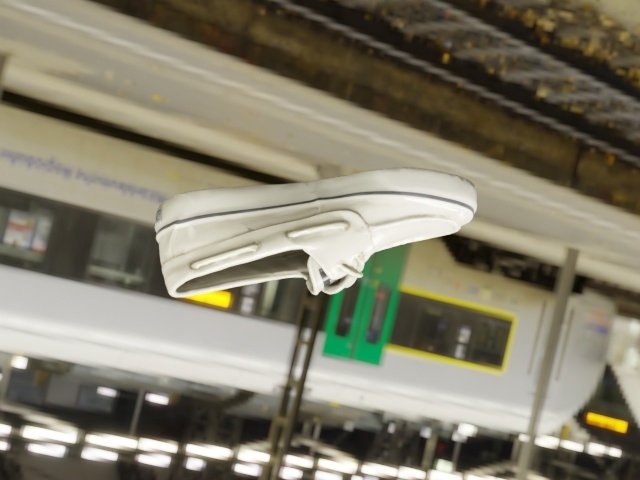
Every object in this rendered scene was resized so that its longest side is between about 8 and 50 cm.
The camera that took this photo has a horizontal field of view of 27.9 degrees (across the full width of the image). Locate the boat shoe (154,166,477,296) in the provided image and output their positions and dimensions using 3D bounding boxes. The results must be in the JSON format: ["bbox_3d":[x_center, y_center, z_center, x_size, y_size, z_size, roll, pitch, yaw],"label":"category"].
[{"bbox_3d":[0.000,0.000,1.060,0.267,0.088,0.096,-4,159,-9],"label":"boat shoe"}]
